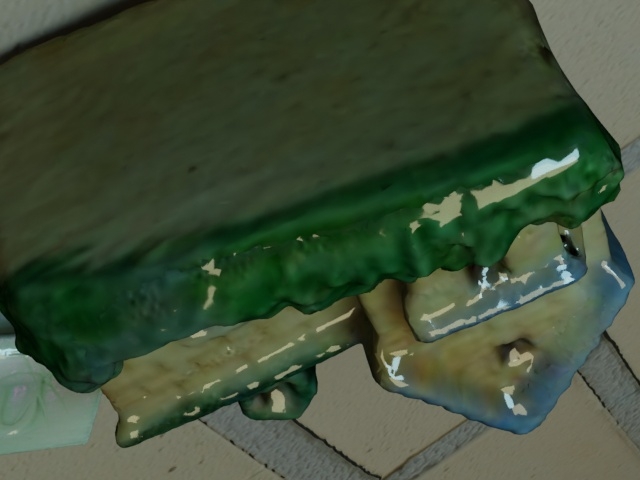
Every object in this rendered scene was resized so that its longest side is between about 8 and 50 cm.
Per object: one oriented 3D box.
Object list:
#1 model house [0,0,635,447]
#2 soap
[{"bbox_3d":[0.000,0.000,0.857,0.382,0.334,0.342,-20,137,4],"label":"model house"},{"bbox_3d":[-0.306,0.109,0.958,0.261,0.094,0.150,-4,132,-27],"label":"soap"}]
